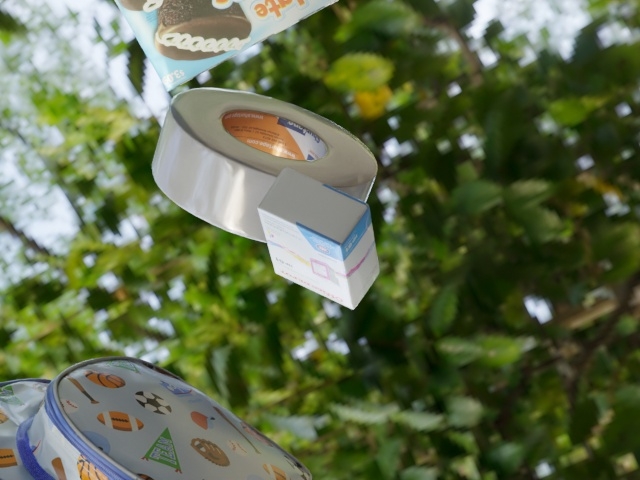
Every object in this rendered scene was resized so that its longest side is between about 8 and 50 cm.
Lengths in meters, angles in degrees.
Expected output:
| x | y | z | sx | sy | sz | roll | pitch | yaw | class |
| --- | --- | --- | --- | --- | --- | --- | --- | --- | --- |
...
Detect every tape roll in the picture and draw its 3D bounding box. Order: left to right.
| x | y | z | sx | sy | sz | roll | pitch | yaw | class |
| --- | --- | --- | --- | --- | --- | --- | --- | --- | --- |
| -0.056 | -0.075 | 1.639 | 0.219 | 0.072 | 0.219 | 17 | -158 | -7 | tape roll |

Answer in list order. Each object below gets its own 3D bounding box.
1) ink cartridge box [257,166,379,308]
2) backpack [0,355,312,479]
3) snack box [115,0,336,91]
| x | y | z | sx | sy | sz | roll | pitch | yaw | class |
| --- | --- | --- | --- | --- | --- | --- | --- | --- | --- |
| 0.000 | 0.000 | 1.473 | 0.052 | 0.088 | 0.122 | -57 | -22 | -21 | ink cartridge box |
| -0.152 | 0.201 | 1.132 | 0.263 | 0.213 | 0.276 | 25 | -173 | 14 | backpack |
| -0.052 | -0.300 | 1.564 | 0.187 | 0.322 | 0.060 | 60 | -168 | -12 | snack box |
